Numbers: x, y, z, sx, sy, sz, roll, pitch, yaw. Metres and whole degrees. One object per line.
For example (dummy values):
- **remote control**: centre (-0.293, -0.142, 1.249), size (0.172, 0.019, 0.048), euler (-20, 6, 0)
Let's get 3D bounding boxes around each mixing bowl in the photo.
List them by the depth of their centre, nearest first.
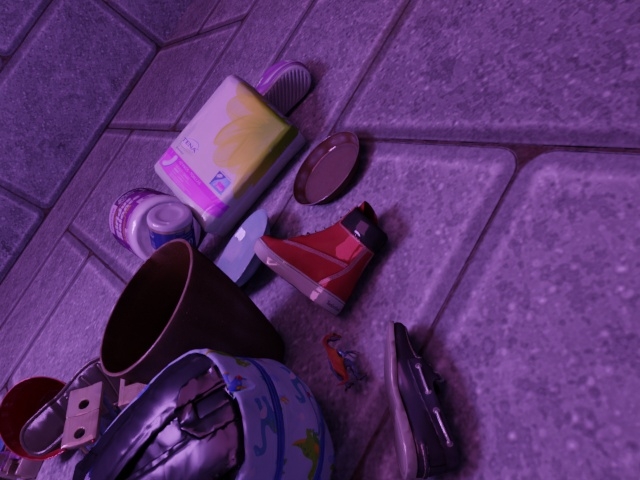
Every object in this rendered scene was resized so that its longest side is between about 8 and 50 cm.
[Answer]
- **mixing bowl**: centre (-0.613, 0.392, 1.277), size (0.181, 0.182, 0.098), euler (-58, -3, -7)

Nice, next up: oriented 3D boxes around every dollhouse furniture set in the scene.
- **dollhouse furniture set**: centre (-0.356, 0.340, 1.054), size (0.184, 0.129, 0.129), euler (-18, 40, 0)
- **dollhouse furniture set**: centre (-0.848, 0.441, 1.373), size (0.287, 0.303, 0.198), euler (-22, 46, 39)

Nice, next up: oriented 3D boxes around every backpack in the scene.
- **backpack**: centre (-0.154, 0.296, 0.715), size (0.355, 0.274, 0.290), euler (-62, 36, 26)

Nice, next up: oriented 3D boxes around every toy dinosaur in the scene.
- **toy dinosaur**: centre (0.027, 0.157, 0.766), size (0.047, 0.090, 0.082), euler (-38, 66, -3)

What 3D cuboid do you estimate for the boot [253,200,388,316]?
- **boot**: centre (0.000, 0.000, 0.927), size (0.244, 0.088, 0.176), euler (28, 82, 50)

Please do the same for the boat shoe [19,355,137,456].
- **boat shoe**: centre (-0.476, 0.324, 1.187), size (0.307, 0.110, 0.104), euler (-34, -9, -2)

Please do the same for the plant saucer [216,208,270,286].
- **plant saucer**: centre (-0.146, 0.031, 1.098), size (0.195, 0.037, 0.195), euler (-45, 25, 27)

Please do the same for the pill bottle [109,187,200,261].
- **pill bottle**: centre (-0.429, -0.044, 1.414), size (0.302, 0.169, 0.169), euler (17, 74, 55)

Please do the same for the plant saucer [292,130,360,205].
- **plant saucer**: centre (0.016, -0.131, 1.071), size (0.168, 0.029, 0.168), euler (-32, 38, 29)

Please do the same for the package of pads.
- **package of pads**: centre (-0.206, -0.192, 1.255), size (0.296, 0.101, 0.229), euler (-48, 65, 8)

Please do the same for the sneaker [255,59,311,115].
- **sneaker**: centre (-0.146, -0.340, 1.408), size (0.282, 0.102, 0.161), euler (-36, 32, 8)

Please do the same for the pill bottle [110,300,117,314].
- **pill bottle**: centre (-0.334, 0.128, 1.188), size (0.208, 0.118, 0.117), euler (-35, 38, 27)

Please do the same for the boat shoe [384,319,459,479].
- **boat shoe**: centre (0.113, 0.179, 0.663), size (0.065, 0.075, 0.206), euler (-1, 39, -1)

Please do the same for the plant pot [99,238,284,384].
- **plant pot**: centre (-0.174, 0.147, 0.870), size (0.215, 0.230, 0.215), euler (-32, 38, 30)

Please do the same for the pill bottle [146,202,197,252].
- **pill bottle**: centre (-0.317, 0.011, 1.227), size (0.094, 0.169, 0.094), euler (1, 38, -1)
